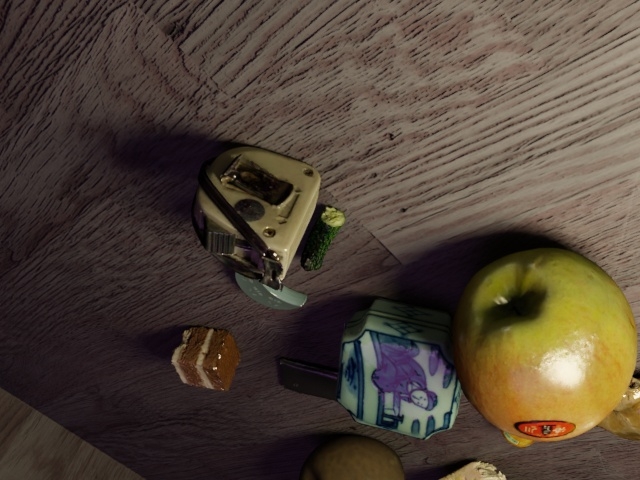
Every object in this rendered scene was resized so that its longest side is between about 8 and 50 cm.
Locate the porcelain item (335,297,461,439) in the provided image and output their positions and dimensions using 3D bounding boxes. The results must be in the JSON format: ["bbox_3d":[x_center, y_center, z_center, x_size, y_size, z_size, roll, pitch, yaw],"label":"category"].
[{"bbox_3d":[0.181,0.292,1.575,0.285,0.157,0.282,13,119,13],"label":"porcelain item"}]

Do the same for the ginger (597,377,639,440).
[{"bbox_3d":[0.675,0.369,1.519,0.270,0.123,0.219,-9,134,33],"label":"ginger"}]

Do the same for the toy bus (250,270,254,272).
[{"bbox_3d":[-0.142,-0.017,1.442,0.079,0.160,0.092,-7,141,30],"label":"toy bus"}]

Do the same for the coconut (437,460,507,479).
[{"bbox_3d":[0.475,0.810,1.990,0.297,0.298,0.309,-24,119,41],"label":"coconut"}]

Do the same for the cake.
[{"bbox_3d":[-0.316,0.326,1.923,0.147,0.135,0.135,0,135,18],"label":"cake"}]

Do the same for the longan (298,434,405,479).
[{"bbox_3d":[0.090,0.716,2.085,0.288,0.289,0.350,45,147,-25],"label":"longan"}]

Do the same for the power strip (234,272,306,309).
[{"bbox_3d":[-0.137,0.087,1.642,0.137,0.044,0.216,-13,129,36],"label":"power strip"}]

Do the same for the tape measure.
[{"bbox_3d":[-0.137,-0.058,1.298,0.231,0.271,0.133,18,140,3],"label":"tape measure"}]

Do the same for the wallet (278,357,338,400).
[{"bbox_3d":[0.021,0.399,1.933,0.285,0.030,0.146,11,136,15],"label":"wallet"}]

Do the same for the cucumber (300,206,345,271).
[{"bbox_3d":[0.000,-0.001,1.473,0.058,0.058,0.187,24,142,-2],"label":"cucumber"}]

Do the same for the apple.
[{"bbox_3d":[0.400,0.183,1.275,0.338,0.339,0.305,-2,137,26],"label":"apple"}]

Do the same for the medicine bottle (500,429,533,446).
[{"bbox_3d":[0.505,0.416,1.674,0.096,0.096,0.192,17,141,6],"label":"medicine bottle"}]
